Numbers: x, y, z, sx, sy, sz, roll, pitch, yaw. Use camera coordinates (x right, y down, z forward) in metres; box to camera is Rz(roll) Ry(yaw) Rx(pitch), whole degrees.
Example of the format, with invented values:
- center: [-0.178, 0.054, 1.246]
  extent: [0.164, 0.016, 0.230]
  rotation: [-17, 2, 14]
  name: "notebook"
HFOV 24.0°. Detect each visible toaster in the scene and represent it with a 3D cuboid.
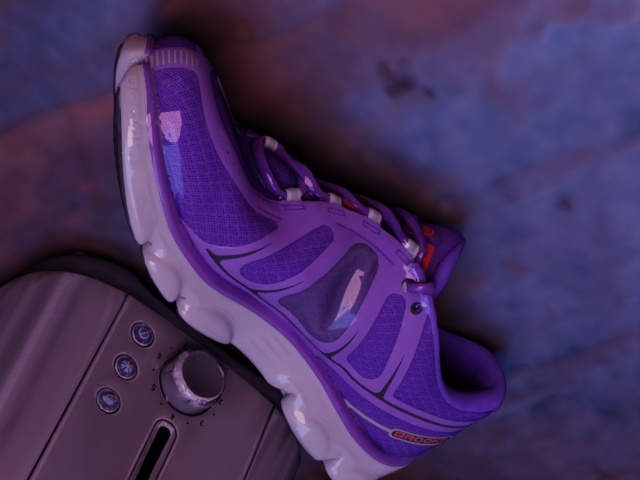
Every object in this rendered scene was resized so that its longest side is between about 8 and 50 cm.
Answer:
- center: [-0.116, 0.118, 0.507]
  extent: [0.129, 0.146, 0.227]
  rotation: [40, 131, -18]
  name: "toaster"

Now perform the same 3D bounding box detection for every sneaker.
- center: [0.000, 0.000, 0.432]
  extent: [0.071, 0.068, 0.170]
  rotation: [-25, 129, 17]
  name: "sneaker"
